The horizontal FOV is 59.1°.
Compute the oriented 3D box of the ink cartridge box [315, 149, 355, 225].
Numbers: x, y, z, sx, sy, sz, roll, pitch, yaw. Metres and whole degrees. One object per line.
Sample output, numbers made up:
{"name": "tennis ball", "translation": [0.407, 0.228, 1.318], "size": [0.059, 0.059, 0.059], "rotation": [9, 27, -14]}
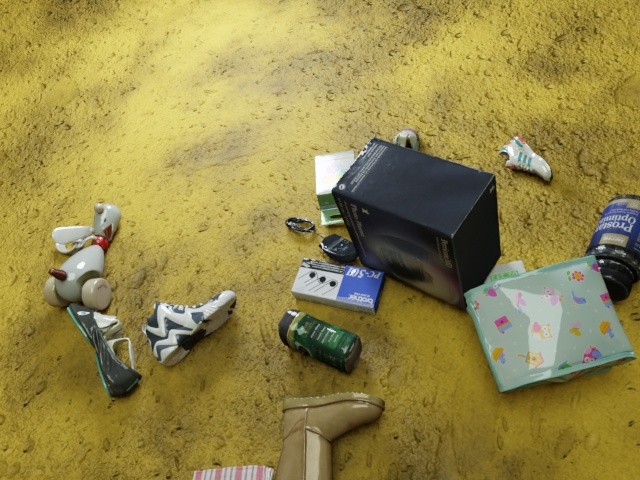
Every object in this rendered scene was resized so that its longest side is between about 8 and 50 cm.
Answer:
{"name": "ink cartridge box", "translation": [0.045, -0.143, 1.497], "size": [0.109, 0.062, 0.209], "rotation": [-8, 49, 7]}

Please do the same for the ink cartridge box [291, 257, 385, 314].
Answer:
{"name": "ink cartridge box", "translation": [0.043, 0.108, 1.354], "size": [0.207, 0.046, 0.097], "rotation": [10, 61, 19]}

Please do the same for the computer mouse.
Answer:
{"name": "computer mouse", "translation": [0.000, 0.000, 1.445], "size": [0.071, 0.041, 0.242], "rotation": [-34, 47, -31]}

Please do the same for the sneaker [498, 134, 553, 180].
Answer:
{"name": "sneaker", "translation": [0.522, -0.195, 1.446], "size": [0.075, 0.057, 0.161], "rotation": [-36, 56, 9]}

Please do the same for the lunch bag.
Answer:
{"name": "lunch bag", "translation": [0.441, 0.174, 1.129], "size": [0.262, 0.160, 0.223], "rotation": [-13, 68, -1]}

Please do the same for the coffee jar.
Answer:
{"name": "coffee jar", "translation": [-0.004, 0.221, 1.259], "size": [0.184, 0.096, 0.079], "rotation": [20, 61, 23]}

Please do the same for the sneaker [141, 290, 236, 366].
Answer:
{"name": "sneaker", "translation": [-0.329, 0.173, 1.368], "size": [0.235, 0.094, 0.153], "rotation": [-45, 67, -5]}

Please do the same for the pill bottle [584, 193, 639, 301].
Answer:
{"name": "pill bottle", "translation": [0.651, 0.018, 1.224], "size": [0.123, 0.123, 0.219], "rotation": [22, 64, 25]}

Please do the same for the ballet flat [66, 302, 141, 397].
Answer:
{"name": "ballet flat", "translation": [-0.516, 0.250, 1.371], "size": [0.096, 0.095, 0.280], "rotation": [-29, 65, -19]}

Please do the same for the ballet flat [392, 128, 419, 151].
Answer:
{"name": "ballet flat", "translation": [0.215, -0.238, 1.523], "size": [0.077, 0.079, 0.221], "rotation": [13, 61, 22]}

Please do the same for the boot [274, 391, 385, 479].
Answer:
{"name": "boot", "translation": [0.015, 0.447, 1.110], "size": [0.236, 0.089, 0.269], "rotation": [-13, 52, 24]}

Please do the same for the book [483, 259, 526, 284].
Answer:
{"name": "book", "translation": [0.423, 0.123, 1.266], "size": [0.096, 0.035, 0.144], "rotation": [-12, 58, 8]}

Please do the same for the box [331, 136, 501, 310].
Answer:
{"name": "box", "translation": [0.217, -0.034, 1.238], "size": [0.294, 0.296, 0.182], "rotation": [23, 66, 33]}

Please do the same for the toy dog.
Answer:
{"name": "toy dog", "translation": [-0.636, 0.028, 1.496], "size": [0.220, 0.161, 0.333], "rotation": [-19, 55, 0]}

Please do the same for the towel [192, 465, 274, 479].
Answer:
{"name": "towel", "translation": [-0.183, 0.526, 1.117], "size": [0.197, 0.029, 0.144], "rotation": [-15, 51, 26]}
